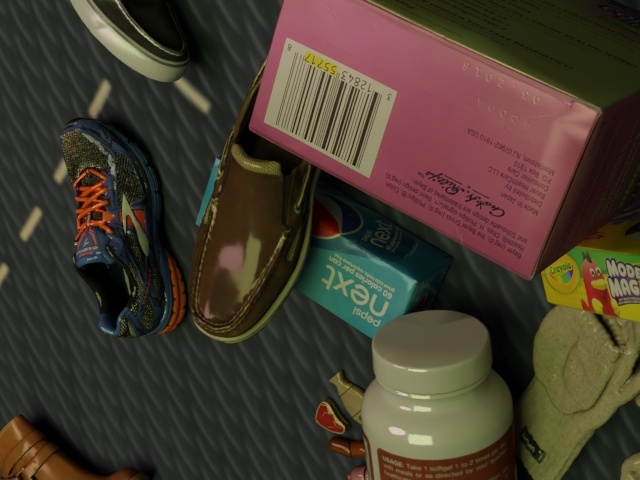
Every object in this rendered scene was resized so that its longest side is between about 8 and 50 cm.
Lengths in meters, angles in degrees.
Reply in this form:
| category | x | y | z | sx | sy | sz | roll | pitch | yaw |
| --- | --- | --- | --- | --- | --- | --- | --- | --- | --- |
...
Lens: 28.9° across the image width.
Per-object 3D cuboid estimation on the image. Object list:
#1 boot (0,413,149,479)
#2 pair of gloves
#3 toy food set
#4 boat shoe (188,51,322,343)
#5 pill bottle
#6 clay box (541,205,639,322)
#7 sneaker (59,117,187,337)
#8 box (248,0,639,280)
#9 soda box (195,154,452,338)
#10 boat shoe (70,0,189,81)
| category | x | y | z | sx | sy | sz | roll | pitch | yaw |
| --- | --- | --- | --- | --- | --- | --- | --- | --- | --- |
| boot | -0.277 | 0.246 | 1.316 | 0.197 | 0.073 | 0.152 | -40 | 78 | 33 |
| pair of gloves | 0.236 | 0.144 | 0.911 | 0.240 | 0.042 | 0.204 | 52 | 136 | 45 |
| toy food set | 0.037 | 0.184 | 1.118 | 0.122 | 0.019 | 0.078 | 44 | 124 | 13 |
| boat shoe | -0.049 | -0.048 | 0.976 | 0.095 | 0.095 | 0.257 | 16 | 82 | 19 |
| pill bottle | 0.097 | 0.170 | 0.994 | 0.121 | 0.121 | 0.216 | 9 | 120 | 31 |
| clay box | 0.248 | 0.011 | 0.789 | 0.222 | 0.127 | 0.053 | -173 | 67 | -70 |
| sneaker | -0.194 | -0.009 | 1.163 | 0.083 | 0.087 | 0.221 | -16 | 97 | 35 |
| box | 0.114 | -0.103 | 0.832 | 0.213 | 0.243 | 0.117 | 29 | 120 | 21 |
| soda box | 0.000 | 0.000 | 1.051 | 0.210 | 0.067 | 0.071 | 32 | 121 | 20 |
| boat shoe | -0.178 | -0.244 | 1.085 | 0.076 | 0.080 | 0.228 | -45 | 72 | 37 |
